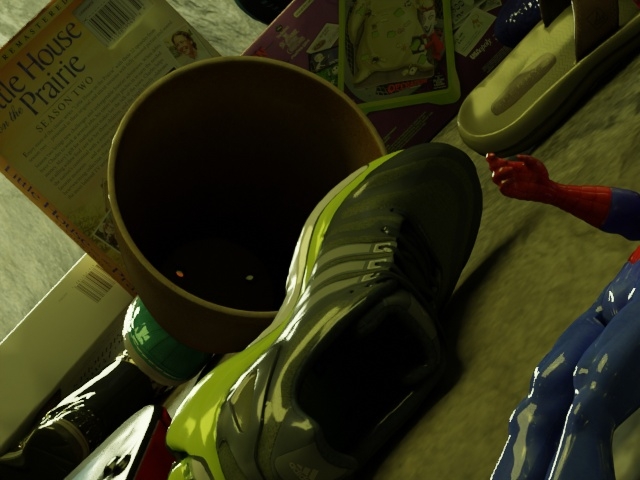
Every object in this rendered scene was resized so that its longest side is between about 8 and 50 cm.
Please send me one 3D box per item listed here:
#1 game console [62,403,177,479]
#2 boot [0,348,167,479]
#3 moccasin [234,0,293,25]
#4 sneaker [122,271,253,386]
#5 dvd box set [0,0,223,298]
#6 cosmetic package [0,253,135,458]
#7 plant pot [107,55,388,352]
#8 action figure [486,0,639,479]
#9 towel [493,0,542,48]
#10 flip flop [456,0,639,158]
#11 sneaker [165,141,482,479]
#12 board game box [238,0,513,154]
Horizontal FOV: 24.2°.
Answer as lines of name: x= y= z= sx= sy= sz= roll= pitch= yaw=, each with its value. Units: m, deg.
game console: x=-0.267 y=0.316 z=1.196 sx=0.386 sy=0.060 sz=0.342 roll=-44 pitch=7 yaw=21
boot: x=-0.268 y=0.216 z=1.694 sx=0.178 sy=0.085 sz=0.236 roll=-43 pitch=0 yaw=-37
moccasin: x=0.070 y=-0.286 z=1.673 sx=0.117 sy=0.342 sz=0.138 roll=12 pitch=101 yaw=61
sneaker: x=-0.115 y=0.044 z=1.630 sx=0.121 sy=0.108 sz=0.302 roll=-47 pitch=4 yaw=31
dvd box set: x=-0.216 y=-0.118 z=1.861 sx=0.307 sy=0.420 sz=0.062 roll=-50 pitch=8 yaw=-24
cosmetic package: x=-0.376 y=0.223 z=1.879 sx=0.377 sy=0.097 sz=0.284 roll=-51 pitch=-8 yaw=-33
plant pot: x=-0.076 y=0.004 z=1.320 sx=0.237 sy=0.237 sz=0.254 roll=-49 pitch=-8 yaw=-26
action figure: x=0.094 y=0.007 z=0.562 sx=0.280 sy=0.139 sz=0.091 roll=-46 pitch=8 yaw=-21
towel: x=0.294 y=-0.288 z=1.318 sx=0.228 sy=0.076 sz=0.308 roll=-56 pitch=11 yaw=-21
flip flop: x=0.194 y=-0.182 z=1.112 sx=0.277 sy=0.080 sz=0.112 roll=-46 pitch=27 yaw=12
sneaker: x=0.034 y=0.048 z=0.862 sx=0.121 sy=0.111 sz=0.300 roll=-22 pitch=28 yaw=48
board game box: x=0.045 y=-0.183 z=1.580 sx=0.347 sy=0.208 sz=0.056 roll=-44 pitch=7 yaw=6
